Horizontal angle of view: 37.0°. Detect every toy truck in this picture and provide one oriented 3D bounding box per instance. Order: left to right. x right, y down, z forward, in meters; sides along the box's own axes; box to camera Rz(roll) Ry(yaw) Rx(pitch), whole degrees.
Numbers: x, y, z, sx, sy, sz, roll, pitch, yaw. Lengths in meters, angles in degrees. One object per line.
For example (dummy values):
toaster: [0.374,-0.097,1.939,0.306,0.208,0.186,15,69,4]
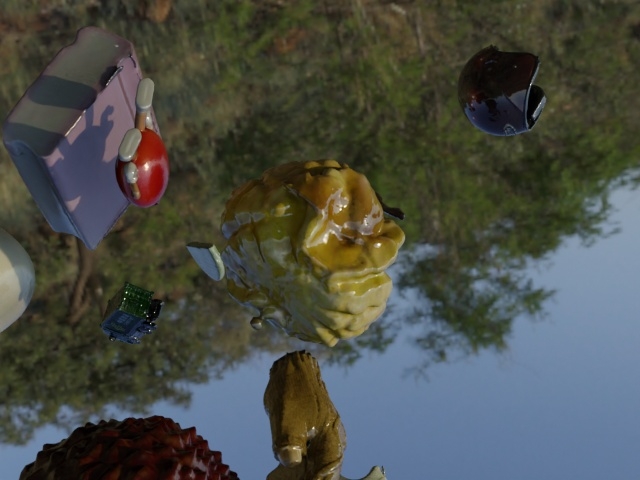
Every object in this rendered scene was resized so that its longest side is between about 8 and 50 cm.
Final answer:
toy truck: [-0.489,0.195,2.462,0.121,0.088,0.259,22,153,-17]

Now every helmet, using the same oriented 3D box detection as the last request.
helmet: [0.405,-0.332,2.136,0.193,0.215,0.189,-26,154,10]

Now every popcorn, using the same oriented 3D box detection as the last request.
popcorn: [0.000,0.000,1.718,0.349,0.349,0.381,-7,-152,42]

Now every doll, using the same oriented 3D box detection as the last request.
doll: [-0.295,-0.140,1.577,0.085,0.183,0.217,5,149,3]

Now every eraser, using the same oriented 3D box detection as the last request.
eraser: [-0.418,-0.178,1.734,0.122,0.272,0.359,29,160,14]

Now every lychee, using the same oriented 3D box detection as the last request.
lychee: [-0.298,0.486,1.456,0.425,0.424,0.500,-9,-167,20]

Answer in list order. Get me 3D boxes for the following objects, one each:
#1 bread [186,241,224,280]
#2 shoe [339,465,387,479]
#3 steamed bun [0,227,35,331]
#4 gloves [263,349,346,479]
bread: [-0.295,0.055,2.573,0.036,0.112,0.193,-34,-165,-20]
shoe: [0.017,0.628,2.221,0.342,0.210,0.132,-10,150,0]
steamed bun: [-0.705,0.043,1.852,0.324,0.206,0.324,28,175,3]
gloves: [-0.029,0.370,1.785,0.156,0.203,0.356,-2,-132,3]
